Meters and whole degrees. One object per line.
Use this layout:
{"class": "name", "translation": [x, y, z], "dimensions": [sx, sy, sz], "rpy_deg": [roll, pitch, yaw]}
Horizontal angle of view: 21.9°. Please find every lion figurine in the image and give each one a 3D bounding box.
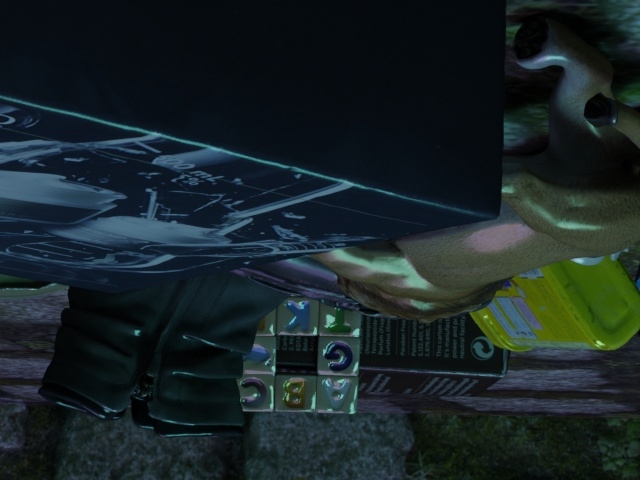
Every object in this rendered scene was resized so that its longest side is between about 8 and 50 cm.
{"class": "lion figurine", "translation": [0.118, -0.024, 1.115], "dimensions": [0.240, 0.142, 0.392], "rpy_deg": [23, 164, -35]}

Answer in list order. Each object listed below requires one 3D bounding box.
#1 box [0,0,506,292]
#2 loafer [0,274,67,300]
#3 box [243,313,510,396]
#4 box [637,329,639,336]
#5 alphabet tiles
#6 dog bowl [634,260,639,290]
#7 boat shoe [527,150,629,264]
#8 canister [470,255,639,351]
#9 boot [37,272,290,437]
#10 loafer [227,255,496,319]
{"class": "box", "translation": [-0.144, -0.099, 0.741], "dimensions": [0.343, 0.179, 0.312], "rpy_deg": [11, 164, -38]}
{"class": "loafer", "translation": [-0.318, -0.007, 1.429], "dimensions": [0.268, 0.102, 0.092], "rpy_deg": [10, 172, -28]}
{"class": "box", "translation": [-0.012, 0.075, 1.669], "dimensions": [0.381, 0.143, 0.191], "rpy_deg": [2, 169, -3]}
{"class": "box", "translation": [0.539, 0.188, 1.626], "dimensions": [0.318, 0.097, 0.395], "rpy_deg": [7, -150, -32]}
{"class": "alphabet tiles", "translation": [-0.080, 0.069, 1.541], "dimensions": [0.237, 0.198, 0.009], "rpy_deg": [1, -160, -2]}
{"class": "dog bowl", "translation": [0.349, -0.009, 1.322], "dimensions": [0.166, 0.074, 0.297], "rpy_deg": [3, 169, -1]}
{"class": "boat shoe", "translation": [0.200, -0.026, 1.234], "dimensions": [0.096, 0.088, 0.267], "rpy_deg": [10, 167, -29]}
{"class": "canister", "translation": [0.192, 0.038, 1.435], "dimensions": [0.073, 0.126, 0.170], "rpy_deg": [-40, -166, -20]}
{"class": "boot", "translation": [-0.066, 0.064, 1.408], "dimensions": [0.338, 0.223, 0.118], "rpy_deg": [6, 167, -14]}
{"class": "loafer", "translation": [0.000, 0.000, 1.345], "dimensions": [0.302, 0.109, 0.095], "rpy_deg": [18, 148, -26]}
